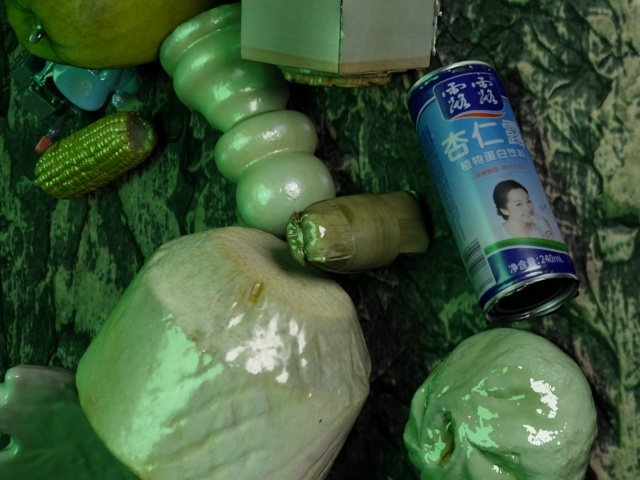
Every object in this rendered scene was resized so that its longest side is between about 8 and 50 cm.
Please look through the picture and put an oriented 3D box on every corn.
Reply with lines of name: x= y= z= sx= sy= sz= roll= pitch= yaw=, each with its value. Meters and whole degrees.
corn: x=-0.287 y=-0.106 z=2.149 sx=0.238 sy=0.080 sz=0.080 roll=-21 pitch=72 yaw=51

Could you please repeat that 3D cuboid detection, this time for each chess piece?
chess piece: x=-0.068 y=-0.115 z=1.835 sx=0.144 sy=0.144 sz=0.251 roll=-41 pitch=63 yaw=43

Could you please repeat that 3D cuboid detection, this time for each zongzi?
zongzi: x=0.000 y=0.000 z=1.721 sx=0.176 sy=0.160 sz=0.078 roll=-14 pitch=82 yaw=49

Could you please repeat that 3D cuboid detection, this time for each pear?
pear: x=-0.210 y=-0.326 z=1.904 sx=0.321 sy=0.269 sz=0.269 roll=-44 pitch=40 yaw=-15

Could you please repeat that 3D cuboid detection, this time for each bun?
bun: x=0.158 y=0.175 z=1.551 sx=0.195 sy=0.118 sz=0.195 roll=-9 pitch=78 yaw=49

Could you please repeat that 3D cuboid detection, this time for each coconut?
coconut: x=-0.108 y=0.153 z=1.758 sx=0.329 sy=0.329 sz=0.329 roll=-3 pitch=86 yaw=51

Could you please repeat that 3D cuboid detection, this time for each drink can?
drink can: x=0.158 y=-0.045 z=1.576 sx=0.097 sy=0.097 sz=0.235 roll=-42 pitch=56 yaw=42

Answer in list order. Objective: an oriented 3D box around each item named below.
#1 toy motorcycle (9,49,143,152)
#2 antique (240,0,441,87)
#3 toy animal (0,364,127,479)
toy motorcycle: x=-0.295 y=-0.221 z=2.118 sx=0.272 sy=0.123 sz=0.182 roll=-25 pitch=29 yaw=49
antique: x=0.019 y=-0.229 z=1.700 sx=0.152 sy=0.147 sz=0.148 roll=15 pitch=106 yaw=43
toy animal: x=-0.344 y=0.267 z=2.092 sx=0.266 sy=0.308 sz=0.188 roll=-49 pitch=27 yaw=10
